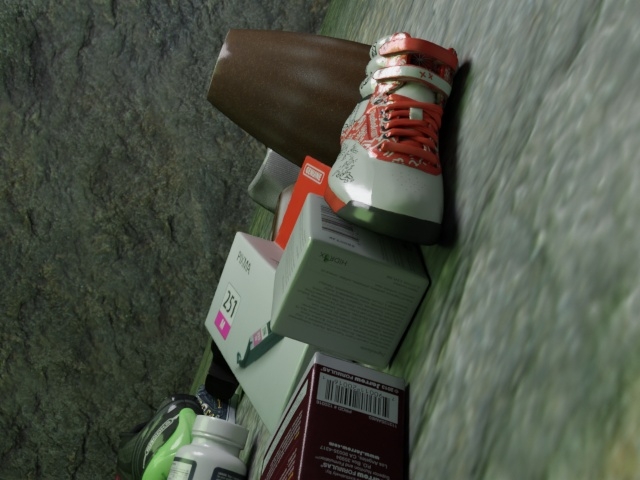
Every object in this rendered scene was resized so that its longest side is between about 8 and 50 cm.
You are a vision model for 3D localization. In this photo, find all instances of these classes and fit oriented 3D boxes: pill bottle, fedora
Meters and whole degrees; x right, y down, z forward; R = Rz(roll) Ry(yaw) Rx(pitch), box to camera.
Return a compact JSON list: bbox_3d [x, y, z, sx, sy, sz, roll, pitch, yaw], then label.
[{"bbox_3d":[-0.164,0.348,1.057,0.108,0.107,0.180,130,158,-67],"label":"pill bottle"},{"bbox_3d":[-0.053,-0.126,1.325,0.275,0.124,0.244,-138,67,-81],"label":"fedora"}]

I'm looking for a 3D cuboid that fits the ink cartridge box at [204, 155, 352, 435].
[{"bbox_3d":[-0.030,0.039,0.793,0.275,0.060,0.239,38,111,62],"label":"ink cartridge box"}]

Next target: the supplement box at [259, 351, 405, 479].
[{"bbox_3d":[-0.004,0.205,0.469,0.240,0.073,0.130,-80,12,-50],"label":"supplement box"}]

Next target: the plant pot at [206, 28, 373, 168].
[{"bbox_3d":[-0.041,-0.215,1.089,0.215,0.230,0.216,-161,90,-81],"label":"plant pot"}]

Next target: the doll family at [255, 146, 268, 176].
[{"bbox_3d":[-0.089,-0.162,1.669,0.076,0.111,0.193,-89,21,-65],"label":"doll family"}]

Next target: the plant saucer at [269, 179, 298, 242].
[{"bbox_3d":[-0.058,0.053,1.079,0.310,0.050,0.311,-169,90,-86],"label":"plant saucer"}]

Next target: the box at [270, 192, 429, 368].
[{"bbox_3d":[0.020,0.031,0.601,0.101,0.101,0.087,-94,26,-67],"label":"box"}]

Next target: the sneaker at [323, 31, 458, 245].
[{"bbox_3d":[0.066,-0.099,0.629,0.270,0.090,0.145,-90,18,-73],"label":"sneaker"}]

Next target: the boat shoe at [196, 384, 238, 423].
[{"bbox_3d":[-0.209,0.344,1.427,0.183,0.083,0.065,-98,29,-72],"label":"boat shoe"}]

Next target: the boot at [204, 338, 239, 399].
[{"bbox_3d":[-0.126,0.137,1.460,0.281,0.096,0.264,-69,-3,-47],"label":"boot"}]

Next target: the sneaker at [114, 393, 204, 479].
[{"bbox_3d":[-0.309,0.457,1.411,0.483,0.185,0.202,-52,37,37],"label":"sneaker"}]
